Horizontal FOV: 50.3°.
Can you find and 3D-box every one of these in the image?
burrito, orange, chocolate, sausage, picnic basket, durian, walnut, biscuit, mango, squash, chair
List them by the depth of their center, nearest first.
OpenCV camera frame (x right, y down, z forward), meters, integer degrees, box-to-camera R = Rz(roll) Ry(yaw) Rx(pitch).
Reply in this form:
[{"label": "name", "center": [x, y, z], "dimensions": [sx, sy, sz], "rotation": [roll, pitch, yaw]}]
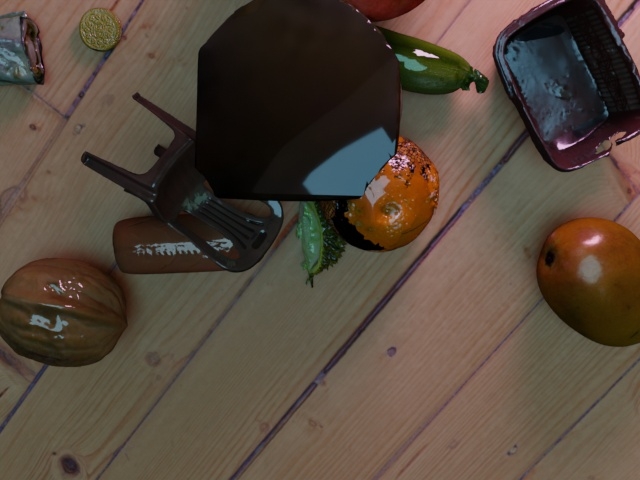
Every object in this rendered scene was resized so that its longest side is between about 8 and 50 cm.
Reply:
[{"label": "chocolate", "center": [-0.006, -0.210, 1.126], "dimensions": [0.314, 0.297, 0.326], "rotation": [-1, 84, 15]}, {"label": "picnic basket", "center": [0.449, -0.294, 1.254], "dimensions": [0.222, 0.129, 0.297], "rotation": [-29, 102, 9]}, {"label": "chair", "center": [-0.241, -0.097, 1.263], "dimensions": [0.326, 0.183, 0.176], "rotation": [29, 75, 16]}, {"label": "squash", "center": [0.131, -0.344, 1.280], "dimensions": [0.378, 0.101, 0.101], "rotation": [16, 105, -2]}, {"label": "orange", "center": [0.115, -0.088, 1.308], "dimensions": [0.234, 0.182, 0.234], "rotation": [-4, 112, -11]}, {"label": "mango", "center": [0.558, 0.090, 1.330], "dimensions": [0.317, 0.173, 0.211], "rotation": [38, 98, -18]}, {"label": "burrito", "center": [-0.666, -0.366, 1.337], "dimensions": [0.228, 0.089, 0.144], "rotation": [-6, 101, 4]}, {"label": "biscuit", "center": [-0.433, -0.414, 1.338], "dimensions": [0.084, 0.023, 0.084], "rotation": [1, 105, 3]}, {"label": "sausage", "center": [-0.266, 0.005, 1.386], "dimensions": [0.304, 0.121, 0.121], "rotation": [-3, 104, 3]}, {"label": "walnut", "center": [-0.526, 0.147, 1.397], "dimensions": [0.261, 0.225, 0.225], "rotation": [12, 105, -5]}, {"label": "durian", "center": [0.000, 0.000, 1.403], "dimensions": [0.100, 0.086, 0.215], "rotation": [5, 104, 38]}]

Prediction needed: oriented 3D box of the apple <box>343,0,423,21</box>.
[{"label": "apple", "center": [0.056, -0.554, 1.102], "dimensions": [0.363, 0.364, 0.364], "rotation": [1, 105, 4]}]
